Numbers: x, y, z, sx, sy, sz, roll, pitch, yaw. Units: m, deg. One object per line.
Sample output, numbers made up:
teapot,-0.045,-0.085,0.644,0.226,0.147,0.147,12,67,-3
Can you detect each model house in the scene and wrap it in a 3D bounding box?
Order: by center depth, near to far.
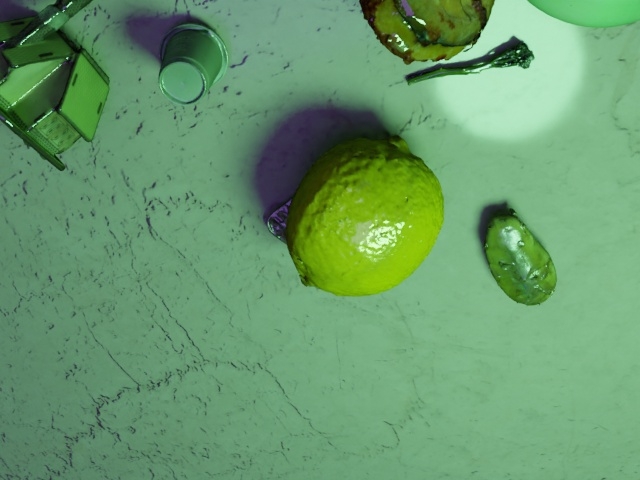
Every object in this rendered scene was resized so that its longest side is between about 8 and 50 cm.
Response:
model house,-0.442,-0.296,1.243,0.279,0.218,0.205,-44,70,-8

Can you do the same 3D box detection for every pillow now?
pillow,0.000,0.000,1.449,0.130,0.033,0.217,-36,113,15

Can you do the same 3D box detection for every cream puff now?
cream puff,0.155,-0.387,1.114,0.164,0.240,0.240,-8,130,51

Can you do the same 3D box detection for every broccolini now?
broccolini,0.260,-0.296,1.262,0.218,0.042,0.044,-12,93,15

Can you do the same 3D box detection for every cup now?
cup,-0.218,-0.292,1.216,0.120,0.141,0.120,0,122,0

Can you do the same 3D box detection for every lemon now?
lemon,0.074,-0.035,1.291,0.268,0.268,0.321,23,113,-12

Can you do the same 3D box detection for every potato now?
potato,0.388,0.039,1.426,0.117,0.090,0.225,-25,119,16

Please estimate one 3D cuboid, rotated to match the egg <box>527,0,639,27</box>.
egg,0.407,-0.428,1.063,0.270,0.220,0.220,14,121,5
